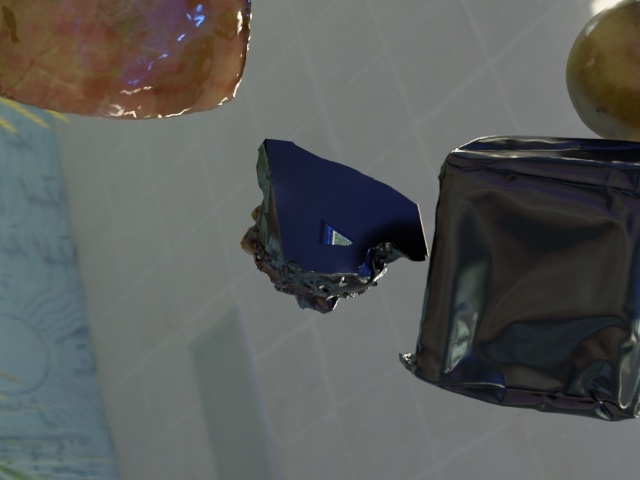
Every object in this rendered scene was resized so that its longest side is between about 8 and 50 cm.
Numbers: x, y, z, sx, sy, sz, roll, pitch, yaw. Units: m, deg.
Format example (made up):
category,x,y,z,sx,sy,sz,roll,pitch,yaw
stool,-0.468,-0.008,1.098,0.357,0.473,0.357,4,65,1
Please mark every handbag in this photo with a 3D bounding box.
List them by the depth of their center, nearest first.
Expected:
category,x,y,z,sx,sy,sz,roll,pitch,yaw
handbag,0.238,0.027,1.127,0.275,0.178,0.301,9,-62,11

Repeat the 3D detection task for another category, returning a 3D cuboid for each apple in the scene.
category,x,y,z,sx,sy,sz,roll,pitch,yaw
apple,-0.257,-0.280,1.160,0.252,0.309,0.314,-10,-95,56
apple,0.376,-0.192,1.208,0.155,0.183,0.182,-54,-135,48

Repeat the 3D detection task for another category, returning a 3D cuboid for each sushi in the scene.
category,x,y,z,sx,sy,sz,roll,pitch,yaw
sushi,0.000,0.000,1.143,0.150,0.172,0.153,-47,-135,52
